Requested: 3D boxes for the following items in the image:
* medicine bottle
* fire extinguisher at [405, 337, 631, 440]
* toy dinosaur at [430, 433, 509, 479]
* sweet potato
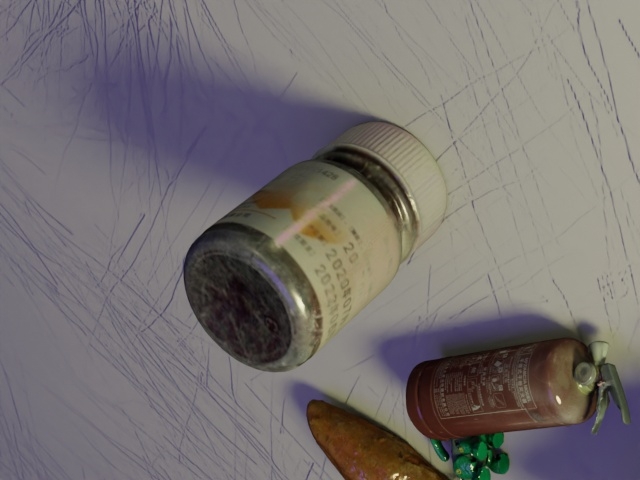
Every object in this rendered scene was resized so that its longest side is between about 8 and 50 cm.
[{"bbox_3d":[0.000,0.000,1.308,0.165,0.273,0.165,23,133,27],"label":"medicine bottle"},{"bbox_3d":[0.219,0.165,1.368,0.269,0.105,0.105,-15,108,45],"label":"fire extinguisher"},{"bbox_3d":[0.171,0.256,1.516,0.096,0.059,0.132,13,119,45],"label":"toy dinosaur"},{"bbox_3d":[0.075,0.291,1.594,0.251,0.097,0.097,38,137,20],"label":"sweet potato"}]
